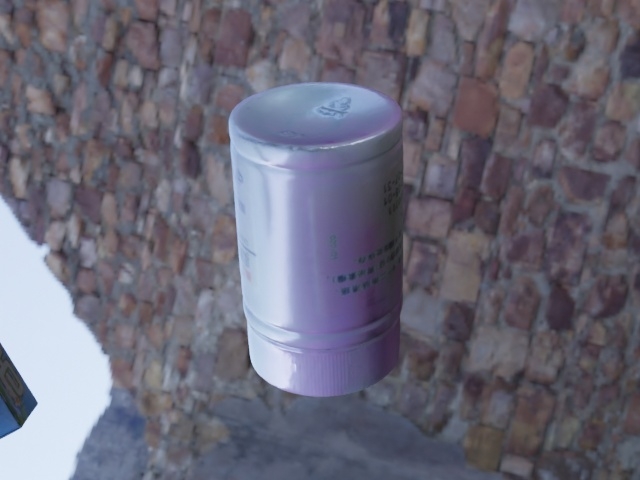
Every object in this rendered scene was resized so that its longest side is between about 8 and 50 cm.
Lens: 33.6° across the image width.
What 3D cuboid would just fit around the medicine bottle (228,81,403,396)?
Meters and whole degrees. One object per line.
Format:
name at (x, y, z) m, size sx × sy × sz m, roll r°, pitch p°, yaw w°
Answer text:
medicine bottle at (0.000, 0.000, 0.964) m, size 0.152 × 0.152 × 0.254 m, roll -62°, pitch -26°, yaw -56°

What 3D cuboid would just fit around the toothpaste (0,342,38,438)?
toothpaste at (-0.302, 0.074, 0.851) m, size 0.193 × 0.044 × 0.070 m, roll 62°, pitch -172°, yaw -13°
